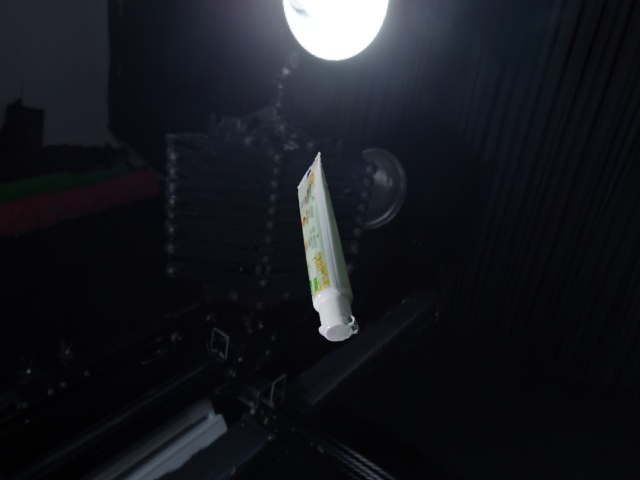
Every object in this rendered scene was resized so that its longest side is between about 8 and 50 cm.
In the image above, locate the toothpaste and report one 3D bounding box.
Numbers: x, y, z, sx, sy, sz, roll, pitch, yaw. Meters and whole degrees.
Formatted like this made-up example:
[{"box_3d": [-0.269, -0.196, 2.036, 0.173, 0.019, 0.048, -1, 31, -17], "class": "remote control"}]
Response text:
[{"box_3d": [0.000, 0.000, 0.774, 0.058, 0.056, 0.314, -19, -134, 9], "class": "toothpaste"}]
